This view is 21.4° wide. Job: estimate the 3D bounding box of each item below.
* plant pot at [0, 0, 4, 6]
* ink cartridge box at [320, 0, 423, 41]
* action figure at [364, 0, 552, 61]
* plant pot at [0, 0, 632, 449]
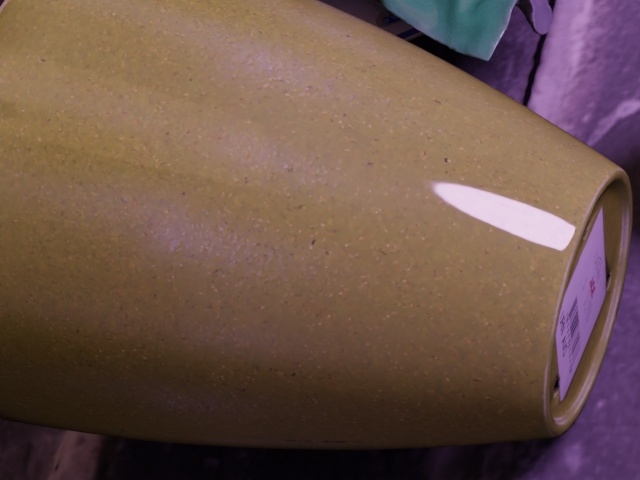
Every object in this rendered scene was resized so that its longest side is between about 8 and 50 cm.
[{"bbox_3d":[-0.257,-0.273,1.268,0.229,0.263,0.263,-21,44,-7],"label":"plant pot"},{"bbox_3d":[0.062,-0.228,1.139,0.165,0.065,0.332,-20,45,17],"label":"ink cartridge box"},{"bbox_3d":[0.047,-0.181,1.018,0.232,0.063,0.137,22,70,38],"label":"action figure"},{"bbox_3d":[0.000,0.000,0.878,0.294,0.274,0.274,15,62,21],"label":"plant pot"}]
